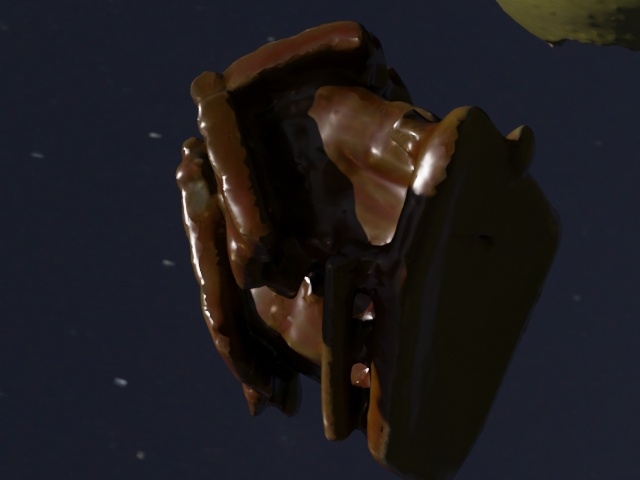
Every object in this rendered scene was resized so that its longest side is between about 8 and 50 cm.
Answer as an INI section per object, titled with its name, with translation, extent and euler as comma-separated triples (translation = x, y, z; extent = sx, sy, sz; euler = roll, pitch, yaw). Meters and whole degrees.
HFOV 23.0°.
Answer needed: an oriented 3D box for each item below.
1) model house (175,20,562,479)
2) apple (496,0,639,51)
[model house]
translation = 0.001, 0.001, 0.894
extent = 0.199, 0.229, 0.220
euler = 32, -96, -55
[apple]
translation = 0.227, -0.251, 1.058
extent = 0.279, 0.279, 0.279
euler = -9, -76, -40
